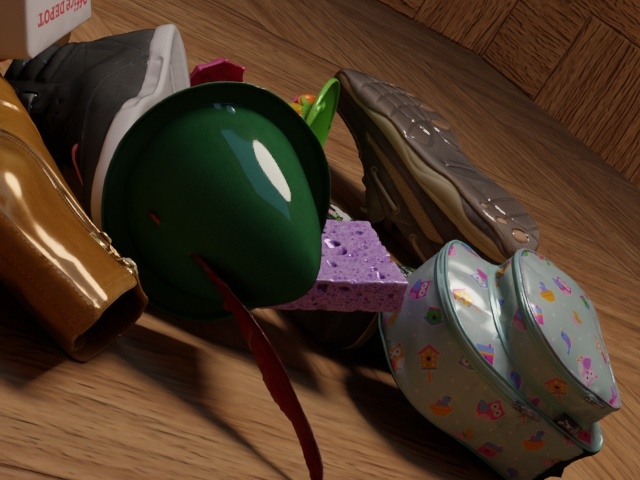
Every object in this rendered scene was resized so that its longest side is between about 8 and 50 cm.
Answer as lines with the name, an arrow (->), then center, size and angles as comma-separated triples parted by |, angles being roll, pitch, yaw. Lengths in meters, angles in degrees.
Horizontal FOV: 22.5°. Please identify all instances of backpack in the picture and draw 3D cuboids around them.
backpack -> 0.142, 0.090, 1.291 | 0.188, 0.144, 0.166 | 30, 35, -27

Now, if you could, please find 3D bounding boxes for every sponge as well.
sponge -> -0.049, 0.015, 1.248 | 0.210, 0.031, 0.117 | 4, 25, -16

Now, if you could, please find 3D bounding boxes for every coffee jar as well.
coffee jar -> 0.055, 0.058, 1.392 | 0.184, 0.079, 0.096 | 18, 20, -44

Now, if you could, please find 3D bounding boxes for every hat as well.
hat -> -0.030, 0.013, 1.076 | 0.208, 0.173, 0.183 | 55, -9, -32

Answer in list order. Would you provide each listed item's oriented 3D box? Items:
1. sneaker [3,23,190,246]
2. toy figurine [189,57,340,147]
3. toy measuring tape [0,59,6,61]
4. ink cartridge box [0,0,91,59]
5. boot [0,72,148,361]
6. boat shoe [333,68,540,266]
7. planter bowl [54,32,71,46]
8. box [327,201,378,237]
sneaker -> -0.188, -0.073, 1.254 | 0.147, 0.104, 0.295 | -8, 31, 7
toy figurine -> -0.083, -0.131, 1.735 | 0.159, 0.130, 0.173 | 21, 37, 8
toy measuring tape -> -0.333, -0.213, 1.391 | 0.121, 0.121, 0.330 | 36, 14, 13
ink cartridge box -> -0.270, -0.264, 1.181 | 0.168, 0.232, 0.171 | 4, 18, 7
boot -> -0.204, -0.016, 1.090 | 0.211, 0.104, 0.295 | 46, 3, -4
boat shoe -> 0.096, -0.063, 1.799 | 0.132, 0.130, 0.355 | 15, 28, -42
planter bowl -> -0.309, -0.272, 1.600 | 0.109, 0.162, 0.162 | -2, 27, -19
box -> 0.000, 0.000, 1.502 | 0.083, 0.062, 0.052 | 36, 16, 8
